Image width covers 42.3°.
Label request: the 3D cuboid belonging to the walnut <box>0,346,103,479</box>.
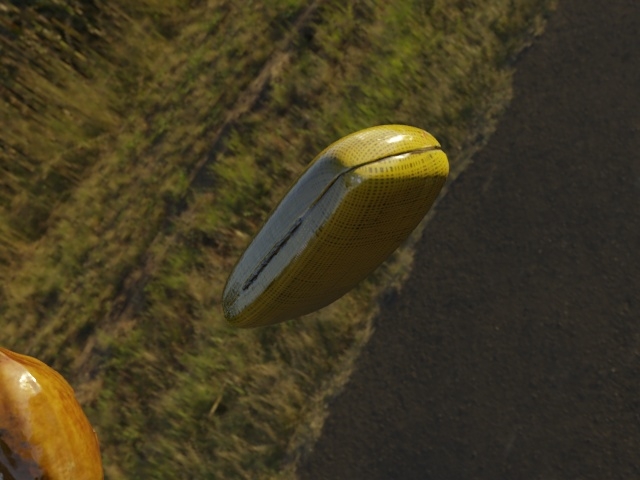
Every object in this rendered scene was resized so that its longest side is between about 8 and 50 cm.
[{"bbox_3d":[-0.291,0.197,0.842,0.116,0.207,0.116,-26,7,3],"label":"walnut"}]

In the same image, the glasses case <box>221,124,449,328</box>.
[{"bbox_3d":[0.000,0.000,0.522,0.064,0.079,0.234,66,149,14],"label":"glasses case"}]
